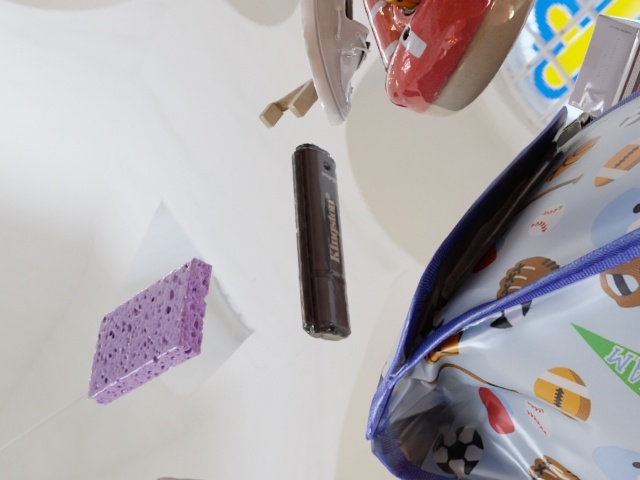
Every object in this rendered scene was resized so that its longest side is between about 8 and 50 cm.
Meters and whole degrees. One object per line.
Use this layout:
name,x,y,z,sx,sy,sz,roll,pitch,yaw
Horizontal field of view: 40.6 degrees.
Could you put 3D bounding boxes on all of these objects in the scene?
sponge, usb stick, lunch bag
sponge,-0.208,0.112,1.035,0.031,0.210,0.117,27,-131,-33
usb stick,0.000,0.000,1.156,0.077,0.045,0.278,18,-123,-41
lunch bag,0.232,0.023,0.645,0.239,0.385,0.328,52,-134,-6

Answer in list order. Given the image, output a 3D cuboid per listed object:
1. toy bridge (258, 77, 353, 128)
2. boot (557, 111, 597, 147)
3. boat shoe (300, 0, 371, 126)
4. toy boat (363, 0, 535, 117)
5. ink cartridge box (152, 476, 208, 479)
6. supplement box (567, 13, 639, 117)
toy bridge,-0.018,-0.196,1.183,0.026,0.188,0.063,47,-116,-23
boot,0.441,-0.204,1.395,0.178,0.236,0.085,10,-124,-51
boat shoe,0.019,-0.205,0.877,0.063,0.066,0.184,-11,-115,10
toy boat,0.057,-0.199,0.635,0.151,0.151,0.231,11,-139,-21
ink cartridge box,-0.079,0.423,0.957,0.226,0.306,0.131,-2,-149,16
supplement box,0.468,-0.236,1.212,0.239,0.130,0.073,-3,-152,-35
